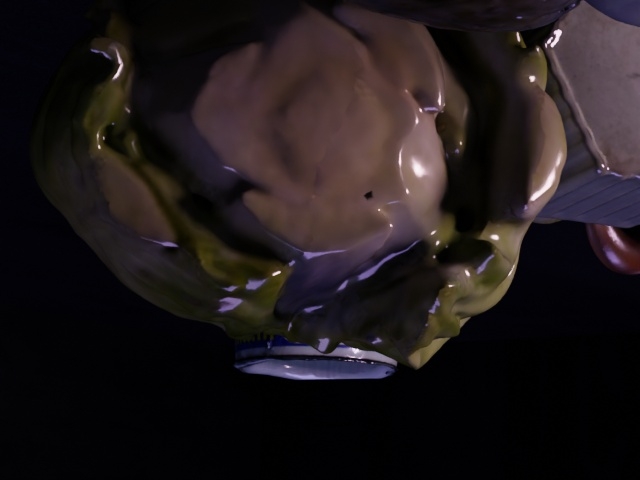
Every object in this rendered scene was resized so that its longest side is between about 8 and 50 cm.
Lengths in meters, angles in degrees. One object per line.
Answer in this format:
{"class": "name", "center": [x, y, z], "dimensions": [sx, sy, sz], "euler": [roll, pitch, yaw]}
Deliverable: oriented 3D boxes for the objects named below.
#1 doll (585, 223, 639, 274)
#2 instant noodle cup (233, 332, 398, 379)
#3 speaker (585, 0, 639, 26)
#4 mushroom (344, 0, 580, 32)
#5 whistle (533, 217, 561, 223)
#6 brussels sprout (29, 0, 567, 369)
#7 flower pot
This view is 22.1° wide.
{"class": "doll", "center": [0.433, -0.094, 1.740], "dimensions": [0.318, 0.209, 0.340], "euler": [-31, -165, -39]}
{"class": "instant noodle cup", "center": [0.000, 0.000, 1.931], "dimensions": [0.284, 0.312, 0.284], "euler": [2, 169, 0]}
{"class": "speaker", "center": [0.368, -0.222, 1.047], "dimensions": [0.406, 0.183, 0.184], "euler": [8, 163, -23]}
{"class": "mushroom", "center": [0.059, -0.223, 1.126], "dimensions": [0.247, 0.130, 0.344], "euler": [21, -175, 38]}
{"class": "whistle", "center": [0.265, -0.084, 2.008], "dimensions": [0.123, 0.123, 0.223], "euler": [5, -177, -14]}
{"class": "brussels sprout", "center": [-0.026, -0.080, 1.426], "dimensions": [0.425, 0.342, 0.361], "euler": [22, 179, -5]}
{"class": "flower pot", "center": [0.264, -0.133, 1.445], "dimensions": [0.209, 0.239, 0.189], "euler": [37, 164, -7]}
